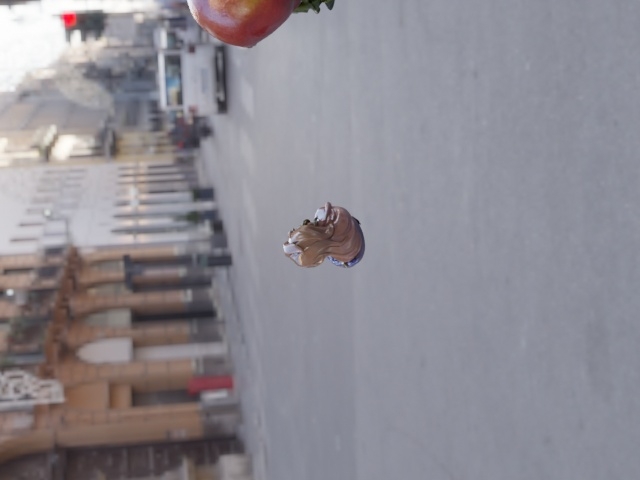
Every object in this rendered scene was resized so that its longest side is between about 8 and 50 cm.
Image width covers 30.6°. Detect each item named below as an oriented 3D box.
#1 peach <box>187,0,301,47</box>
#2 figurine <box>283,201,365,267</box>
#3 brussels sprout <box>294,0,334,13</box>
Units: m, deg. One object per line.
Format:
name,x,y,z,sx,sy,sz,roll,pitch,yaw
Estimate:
peach,-0.108,-0.387,1.759,0.192,0.190,0.190,72,-173,-51
figurine,0.008,-0.005,2.067,0.114,0.157,0.126,-39,66,29
brussels sprout,-0.058,-0.445,1.940,0.100,0.181,0.139,104,-177,-47
